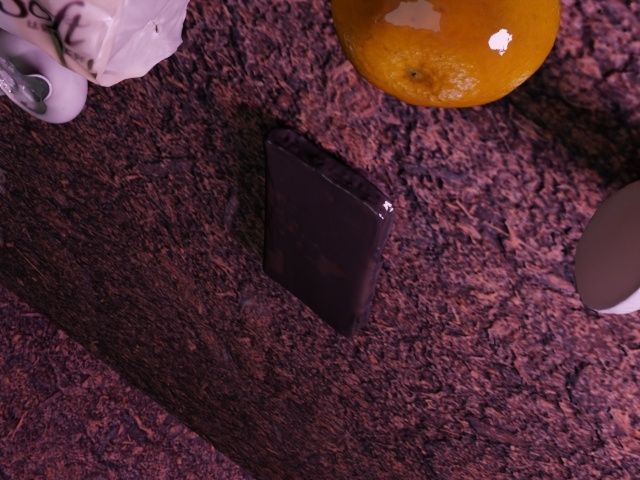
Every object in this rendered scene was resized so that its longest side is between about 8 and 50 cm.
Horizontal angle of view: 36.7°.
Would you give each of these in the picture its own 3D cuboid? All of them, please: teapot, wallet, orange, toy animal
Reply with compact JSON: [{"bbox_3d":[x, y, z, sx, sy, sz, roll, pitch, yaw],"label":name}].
[{"bbox_3d":[-0.349,-0.207,1.172,0.226,0.092,0.145,0,132,55],"label":"teapot"},{"bbox_3d":[0.000,0.000,1.105,0.165,0.042,0.309,34,153,15],"label":"wallet"},{"bbox_3d":[0.083,-0.162,0.642,0.155,0.134,0.154,15,164,4],"label":"orange"},{"bbox_3d":[0.306,0.023,0.706,0.221,0.130,0.103,18,123,-13],"label":"toy animal"}]

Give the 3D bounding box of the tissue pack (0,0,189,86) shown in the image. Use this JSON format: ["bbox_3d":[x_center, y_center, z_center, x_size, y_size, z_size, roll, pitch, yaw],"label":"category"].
[{"bbox_3d":[-0.204,-0.313,0.561,0.376,0.195,0.390,27,124,3],"label":"tissue pack"}]
